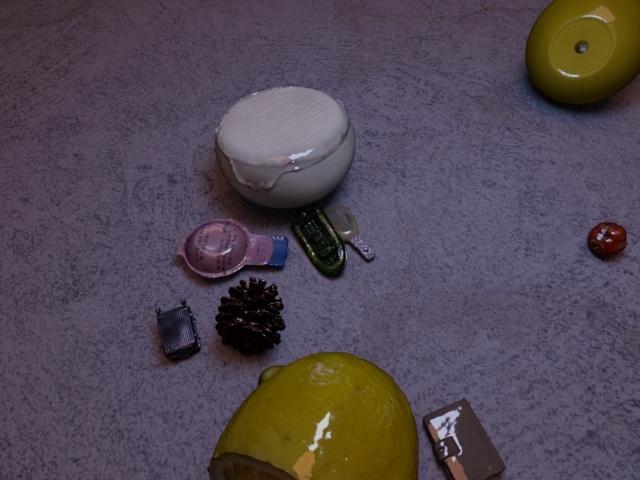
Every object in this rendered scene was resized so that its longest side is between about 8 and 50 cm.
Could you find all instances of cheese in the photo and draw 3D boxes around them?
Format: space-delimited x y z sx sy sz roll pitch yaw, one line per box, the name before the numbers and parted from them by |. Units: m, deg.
cheese | -0.228 0.019 1.186 0.286 0.074 0.189 3 58 0
cheese | 0.076 -0.019 1.217 0.097 0.037 0.192 -35 63 -16

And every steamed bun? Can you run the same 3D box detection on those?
steamed bun | -0.089 -0.236 1.243 0.374 0.241 0.374 -4 52 5

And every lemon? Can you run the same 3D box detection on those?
lemon | 0.016 0.362 0.804 0.364 0.364 0.364 -1 57 2

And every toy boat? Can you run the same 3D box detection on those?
toy boat | 0.000 0.000 1.188 0.104 0.052 0.210 -36 67 13

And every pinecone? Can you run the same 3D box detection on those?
pinecone | -0.155 0.162 1.043 0.163 0.163 0.165 4 47 5

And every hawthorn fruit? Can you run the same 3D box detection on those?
hawthorn fruit | 0.719 0.000 1.149 0.093 0.093 0.093 -1 57 2

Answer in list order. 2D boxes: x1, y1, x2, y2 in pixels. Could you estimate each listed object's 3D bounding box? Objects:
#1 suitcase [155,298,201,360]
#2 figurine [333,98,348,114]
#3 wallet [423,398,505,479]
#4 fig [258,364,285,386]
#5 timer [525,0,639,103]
suitcase | -0.334 0.213 1.073 0.086 0.059 0.126 -20 58 -8
figurine | 0.045 -0.411 1.455 0.114 0.079 0.114 9 52 -12
wallet | 0.285 0.412 0.927 0.118 0.038 0.152 -16 54 -10
fig | -0.052 0.320 0.985 0.166 0.093 0.093 13 56 -12
timer | 0.826 -0.599 1.403 0.376 0.376 0.387 31 39 21
